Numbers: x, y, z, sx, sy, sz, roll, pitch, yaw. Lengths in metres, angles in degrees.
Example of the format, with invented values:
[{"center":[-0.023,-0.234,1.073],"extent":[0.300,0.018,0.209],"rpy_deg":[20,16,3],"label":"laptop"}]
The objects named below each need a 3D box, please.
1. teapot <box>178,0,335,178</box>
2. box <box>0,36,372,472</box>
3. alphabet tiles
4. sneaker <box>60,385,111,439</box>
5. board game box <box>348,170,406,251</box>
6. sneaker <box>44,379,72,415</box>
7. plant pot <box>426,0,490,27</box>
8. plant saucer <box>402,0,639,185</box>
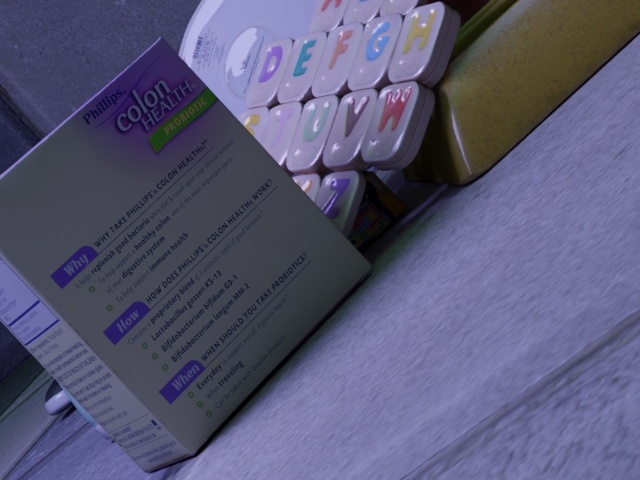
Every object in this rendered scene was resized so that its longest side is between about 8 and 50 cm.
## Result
[{"center":[-0.006,-0.149,1.647],"extent":[0.256,0.252,0.187],"rpy_deg":[-35,-30,30],"label":"teapot"},{"center":[-0.127,0.013,1.275],"extent":[0.213,0.243,0.117],"rpy_deg":[-46,7,-27],"label":"box"},{"center":[0.009,-0.119,1.420],"extent":[0.284,0.021,0.278],"rpy_deg":[-2,65,57],"label":"alphabet tiles"},{"center":[-0.174,0.062,1.669],"extent":[0.256,0.151,0.094],"rpy_deg":[-45,5,-37],"label":"sneaker"},{"center":[0.000,0.000,1.490],"extent":[0.141,0.048,0.170],"rpy_deg":[-44,6,-1],"label":"board game box"},{"center":[-0.330,0.118,2.296],"extent":[0.104,0.147,0.296],"rpy_deg":[-36,10,35],"label":"sneaker"},{"center":[0.156,-0.351,1.758],"extent":[0.272,0.265,0.272],"rpy_deg":[-29,-3,-2],"label":"plant pot"},{"center":[0.193,-0.187,1.438],"extent":[0.333,0.081,0.333],"rpy_deg":[-42,7,-3],"label":"plant saucer"}]
